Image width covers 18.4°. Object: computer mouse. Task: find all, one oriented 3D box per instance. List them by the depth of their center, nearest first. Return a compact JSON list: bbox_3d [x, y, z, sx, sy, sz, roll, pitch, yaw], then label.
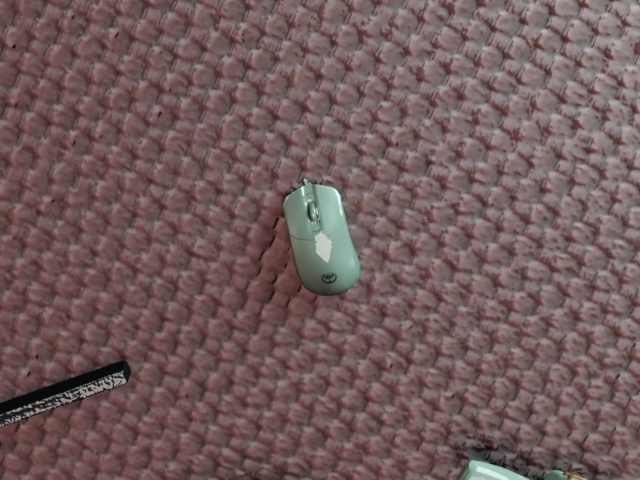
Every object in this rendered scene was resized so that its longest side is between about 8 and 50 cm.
[{"bbox_3d":[0.000,0.000,1.701,0.056,0.032,0.110,-13,108,5],"label":"computer mouse"}]

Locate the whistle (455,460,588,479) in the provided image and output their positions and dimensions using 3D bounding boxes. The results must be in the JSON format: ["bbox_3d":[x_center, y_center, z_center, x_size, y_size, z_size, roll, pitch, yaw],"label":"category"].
[{"bbox_3d":[0.228,0.265,1.752,0.253,0.106,0.102,27,77,-15],"label":"whistle"}]

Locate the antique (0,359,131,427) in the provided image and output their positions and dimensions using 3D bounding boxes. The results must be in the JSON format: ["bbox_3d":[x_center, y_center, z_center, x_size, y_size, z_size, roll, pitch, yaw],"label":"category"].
[{"bbox_3d":[-0.260,0.148,1.760,0.192,0.031,0.015,-20,107,8],"label":"antique"}]
